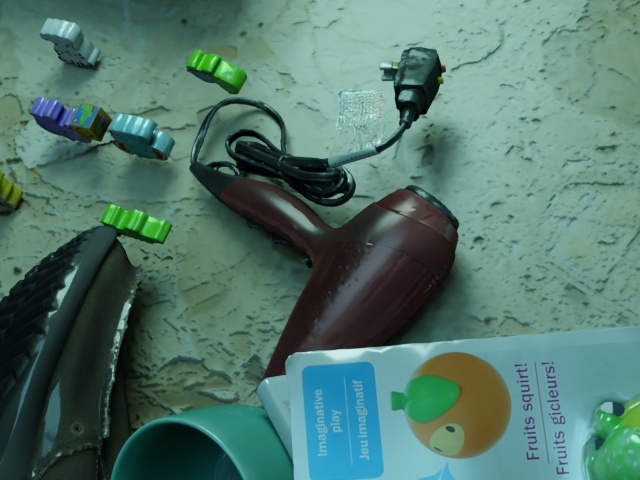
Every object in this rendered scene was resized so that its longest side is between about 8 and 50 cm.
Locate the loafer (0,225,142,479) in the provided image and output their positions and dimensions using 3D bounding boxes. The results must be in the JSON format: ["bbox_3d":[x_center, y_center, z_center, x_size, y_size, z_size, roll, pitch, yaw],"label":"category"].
[{"bbox_3d":[-0.196,0.157,0.849,0.133,0.130,0.366,-24,42,43],"label":"loafer"}]

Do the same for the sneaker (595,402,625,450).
[{"bbox_3d":[0.204,0.219,0.684,0.131,0.112,0.319,-6,63,17],"label":"sneaker"}]

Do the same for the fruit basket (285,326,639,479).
[{"bbox_3d":[0.169,0.191,0.564,0.353,0.165,0.327,-2,69,-6],"label":"fruit basket"}]

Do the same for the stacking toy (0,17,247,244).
[{"bbox_3d":[-0.182,-0.091,0.991,0.221,0.052,0.167,15,70,26],"label":"stacking toy"}]

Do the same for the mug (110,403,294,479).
[{"bbox_3d":[-0.053,0.184,0.776,0.129,0.097,0.158,-49,66,26],"label":"mug"}]

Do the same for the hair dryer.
[{"bbox_3d":[0.000,0.000,0.898,0.223,0.080,0.294,-14,54,28],"label":"hair dryer"}]

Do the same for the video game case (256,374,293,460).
[{"bbox_3d":[0.051,0.145,0.768,0.143,0.019,0.157,-4,50,-38],"label":"video game case"}]
